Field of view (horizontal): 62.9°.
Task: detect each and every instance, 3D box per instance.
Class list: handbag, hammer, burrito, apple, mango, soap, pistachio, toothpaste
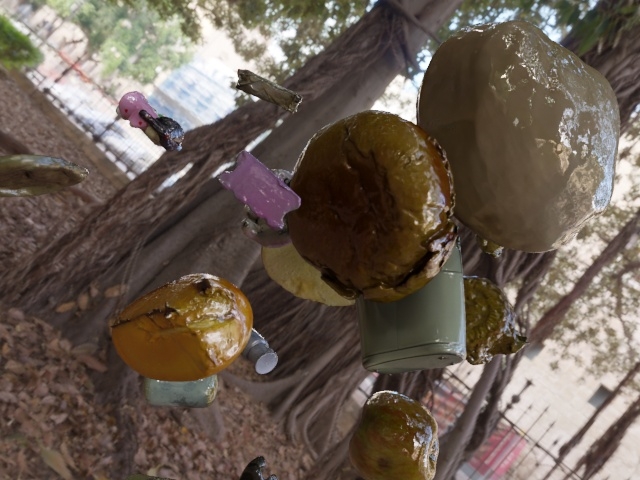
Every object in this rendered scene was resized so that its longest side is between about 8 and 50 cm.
[{"bbox_3d":[0.172,0.096,1.027,0.109,0.241,0.315,36,46,-45],"label":"handbag"},{"bbox_3d":[-0.389,0.346,1.528,0.202,0.113,0.305,8,35,-8],"label":"hammer"},{"bbox_3d":[-0.125,-0.355,1.242,0.171,0.051,0.042,23,27,0],"label":"burrito"},{"bbox_3d":[0.212,0.558,1.451,0.264,0.264,0.264,42,-4,4],"label":"apple"},{"bbox_3d":[-0.189,0.117,0.702,0.252,0.154,0.126,-16,-82,49],"label":"mango"},{"bbox_3d":[-0.102,-0.084,0.851,0.122,0.065,0.203,41,-1,-13],"label":"soap"},{"bbox_3d":[0.366,-0.199,0.976,0.281,0.366,0.445,123,-53,-88],"label":"pistachio"},{"bbox_3d":[-0.171,0.196,1.127,0.234,0.057,0.089,38,-17,46],"label":"toothpaste"},{"bbox_3d":[0.000,0.000,1.393,0.309,0.313,0.252,20,-13,-8],"label":"apple"}]

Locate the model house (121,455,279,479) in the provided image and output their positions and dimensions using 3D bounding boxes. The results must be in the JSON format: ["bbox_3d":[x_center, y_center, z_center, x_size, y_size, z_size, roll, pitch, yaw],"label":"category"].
[{"bbox_3d":[-0.159,0.305,0.498,0.219,0.278,0.205,-19,56,-43],"label":"model house"}]

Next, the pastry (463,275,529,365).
[{"bbox_3d":[0.406,0.215,1.431,0.132,0.240,0.235,53,18,-41],"label":"pastry"}]

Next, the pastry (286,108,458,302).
[{"bbox_3d":[0.080,-0.057,0.922,0.164,0.355,0.356,-14,41,-41],"label":"pastry"}]

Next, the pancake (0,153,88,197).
[{"bbox_3d":[-0.748,-0.160,1.339,0.294,0.295,0.049,137,-60,-86],"label":"pancake"}]

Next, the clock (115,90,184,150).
[{"bbox_3d":[-0.496,-0.344,1.580,0.195,0.100,0.194,41,-3,5],"label":"clock"}]

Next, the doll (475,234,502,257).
[{"bbox_3d":[0.425,-0.064,1.198,0.097,0.209,0.137,15,-13,44],"label":"doll"}]

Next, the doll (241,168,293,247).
[{"bbox_3d":[-0.100,-0.078,1.156,0.150,0.191,0.095,6,-8,3],"label":"doll"}]
